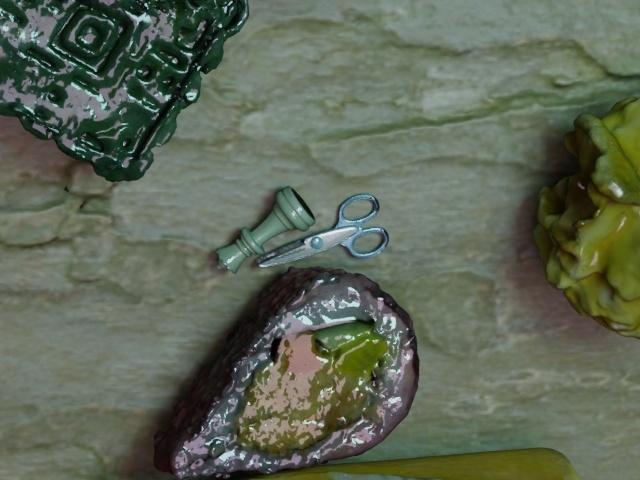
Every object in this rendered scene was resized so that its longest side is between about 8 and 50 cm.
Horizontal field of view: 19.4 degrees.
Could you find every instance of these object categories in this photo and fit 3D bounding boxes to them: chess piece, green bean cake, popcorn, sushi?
[{"bbox_3d":[-0.052,-0.005,1.615,0.093,0.042,0.042,-36,111,7],"label":"chess piece"},{"bbox_3d":[-0.187,-0.168,1.500,0.208,0.107,0.193,31,100,-17],"label":"green bean cake"},{"bbox_3d":[0.279,-0.024,1.611,0.189,0.169,0.218,7,95,-20],"label":"popcorn"},{"bbox_3d":[-0.018,0.137,1.625,0.161,0.107,0.241,37,89,-17],"label":"sushi"}]

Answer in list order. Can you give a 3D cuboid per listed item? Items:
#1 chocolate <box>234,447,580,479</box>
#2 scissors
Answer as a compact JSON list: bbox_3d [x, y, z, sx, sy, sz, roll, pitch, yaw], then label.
[{"bbox_3d":[0.019,0.271,1.630,0.445,0.162,0.162,-1,107,-16],"label":"chocolate"},{"bbox_3d":[0.000,0.000,1.639,0.119,0.014,0.058,-18,106,-9],"label":"scissors"}]
